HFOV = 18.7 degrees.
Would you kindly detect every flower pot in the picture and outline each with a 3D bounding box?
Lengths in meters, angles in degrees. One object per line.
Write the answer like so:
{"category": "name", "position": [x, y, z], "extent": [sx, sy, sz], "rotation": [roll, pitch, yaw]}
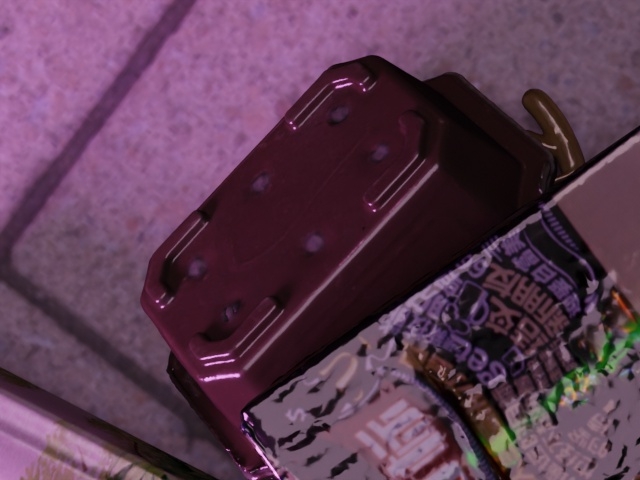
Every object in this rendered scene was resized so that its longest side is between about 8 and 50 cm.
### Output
{"category": "flower pot", "position": [0.000, 0.000, 1.093], "extent": [0.251, 0.084, 0.179], "rotation": [-46, 43, 3]}

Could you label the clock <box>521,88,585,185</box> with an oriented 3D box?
{"category": "clock", "position": [0.176, 0.060, 1.100], "extent": [0.235, 0.096, 0.308], "rotation": [-2, 82, 9]}

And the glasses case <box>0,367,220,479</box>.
{"category": "glasses case", "position": [-0.152, 0.132, 1.142], "extent": [0.272, 0.095, 0.062], "rotation": [26, 89, 11]}

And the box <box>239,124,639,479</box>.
{"category": "box", "position": [0.137, 0.077, 0.996], "extent": [0.310, 0.084, 0.198], "rotation": [-36, 90, -1]}
